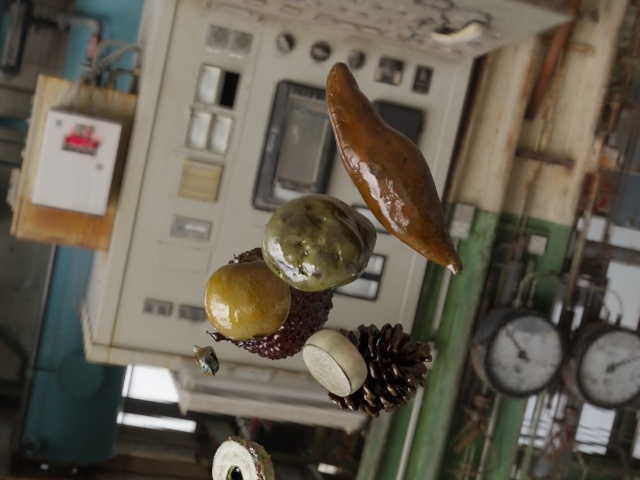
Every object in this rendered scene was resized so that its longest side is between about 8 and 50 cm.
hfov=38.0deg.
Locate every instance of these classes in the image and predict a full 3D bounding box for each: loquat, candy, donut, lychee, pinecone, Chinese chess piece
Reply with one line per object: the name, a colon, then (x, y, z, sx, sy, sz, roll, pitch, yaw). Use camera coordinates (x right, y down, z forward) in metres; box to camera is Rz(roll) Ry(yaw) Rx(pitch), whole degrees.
loquat: (-0.126, 0.100, 1.603, 0.163, 0.163, 0.137, 13, 162, 7)
candy: (-0.240, 0.254, 1.983, 0.046, 0.053, 0.182, -23, -169, -12)
donut: (-0.159, 0.502, 1.979, 0.068, 0.174, 0.175, 2, -169, -46)
lychee: (-0.112, 0.140, 2.040, 0.300, 0.264, 0.264, -34, -155, -18)
pinecone: (0.109, 0.241, 1.746, 0.213, 0.168, 0.185, -11, -153, 13)
Chinese chess piece: (0.025, 0.209, 1.593, 0.122, 0.122, 0.051, 18, -132, 44)

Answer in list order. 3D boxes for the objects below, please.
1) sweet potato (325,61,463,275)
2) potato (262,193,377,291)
sweet potato: (0.098, -0.098, 1.330, 0.359, 0.112, 0.112, 56, -170, 2)
potato: (-0.002, 0.004, 1.379, 0.154, 0.137, 0.200, 48, -159, 2)
